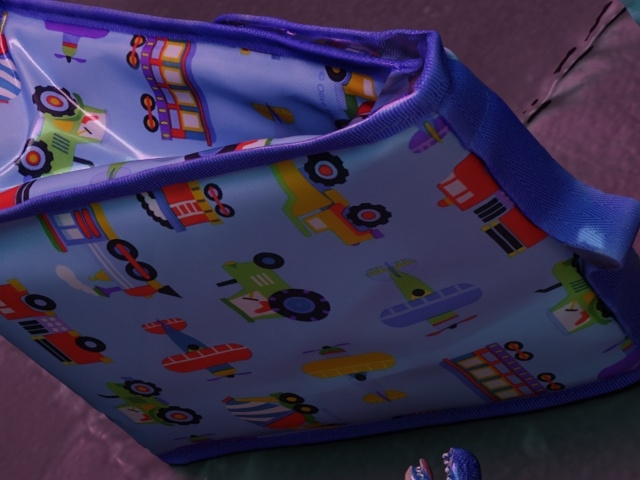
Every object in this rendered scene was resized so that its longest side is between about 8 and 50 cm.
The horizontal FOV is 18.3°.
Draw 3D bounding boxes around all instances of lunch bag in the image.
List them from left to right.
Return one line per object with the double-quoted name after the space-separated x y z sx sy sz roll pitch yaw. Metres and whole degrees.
0.000 0.000 0.852 0.293 0.221 0.138 0 59 37 "lunch bag"

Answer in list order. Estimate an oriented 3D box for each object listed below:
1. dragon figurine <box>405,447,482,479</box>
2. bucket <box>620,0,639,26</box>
0.012 0.209 0.737 0.144 0.085 0.289 -10 52 20 "dragon figurine"
0.214 -0.198 0.812 0.183 0.281 0.281 -23 47 33 "bucket"
